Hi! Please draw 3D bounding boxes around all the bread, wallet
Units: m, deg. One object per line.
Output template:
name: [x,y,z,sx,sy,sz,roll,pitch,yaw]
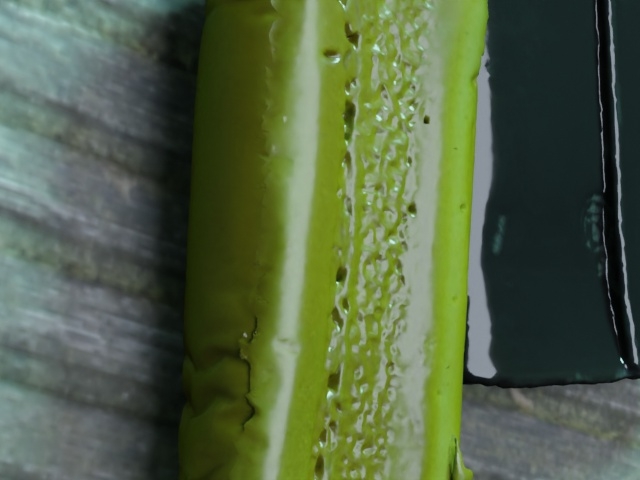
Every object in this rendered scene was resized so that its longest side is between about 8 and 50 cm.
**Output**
bread: [0.000,0.000,0.890,0.166,0.112,0.384,7,83,-36]
wallet: [0.150,-0.114,1.050,0.228,0.062,0.406,1,85,-38]
